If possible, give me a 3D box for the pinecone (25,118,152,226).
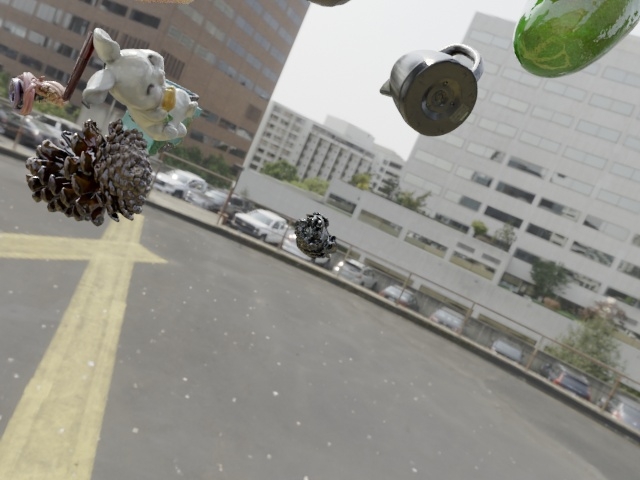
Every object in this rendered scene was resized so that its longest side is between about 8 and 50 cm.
[{"bbox_3d":[-0.533,-0.155,1.133,0.292,0.246,0.246,-3,2,10],"label":"pinecone"}]

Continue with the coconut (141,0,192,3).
[{"bbox_3d":[-0.348,-0.681,0.995,0.405,0.404,0.404,24,6,-3],"label":"coconut"}]

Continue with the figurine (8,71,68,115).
[{"bbox_3d":[-0.805,-0.424,1.414,0.157,0.114,0.126,-23,36,-27],"label":"figurine"}]

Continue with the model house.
[{"bbox_3d":[-0.586,-0.453,1.928,0.230,0.280,0.249,41,16,26],"label":"model house"}]

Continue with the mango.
[{"bbox_3d":[0.500,-0.455,0.952,0.201,0.382,0.225,37,-24,29],"label":"mango"}]

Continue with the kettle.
[{"bbox_3d":[0.291,-0.450,1.365,0.207,0.250,0.271,19,27,-27],"label":"kettle"}]

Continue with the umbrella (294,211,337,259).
[{"bbox_3d":[0.003,0.011,1.697,0.128,0.154,0.336,-11,-23,10],"label":"umbrella"}]

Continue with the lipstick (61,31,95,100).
[{"bbox_3d":[-0.580,-0.416,1.193,0.027,0.176,0.027,29,8,-4],"label":"lipstick"}]

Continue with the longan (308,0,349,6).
[{"bbox_3d":[0.037,-0.839,1.379,0.361,0.360,0.361,24,6,-3],"label":"longan"}]

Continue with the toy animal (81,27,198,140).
[{"bbox_3d":[-0.442,-0.365,1.212,0.154,0.208,0.325,12,3,28],"label":"toy animal"}]
